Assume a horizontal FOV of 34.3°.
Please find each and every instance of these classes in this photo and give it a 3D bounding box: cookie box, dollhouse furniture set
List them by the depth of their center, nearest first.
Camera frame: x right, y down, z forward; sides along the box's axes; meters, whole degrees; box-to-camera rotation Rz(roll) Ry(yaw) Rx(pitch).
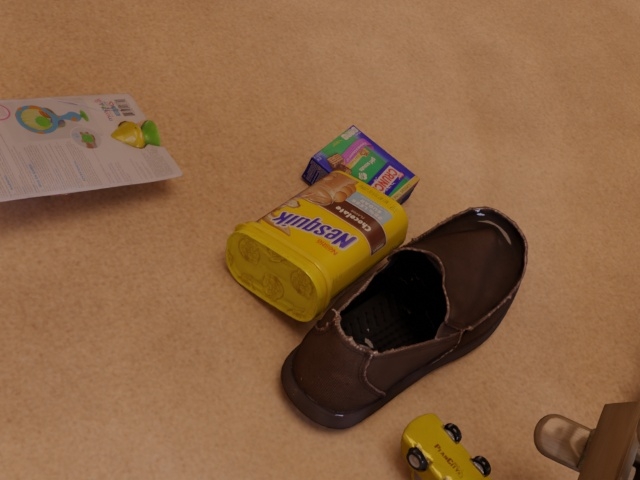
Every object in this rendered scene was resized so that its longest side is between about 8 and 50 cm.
[{"bbox_3d":[0.198,0.239,0.865,0.161,0.212,0.242,26,75,-5],"label":"dollhouse furniture set"},{"bbox_3d":[0.048,-0.074,1.229,0.107,0.040,0.092,40,48,10],"label":"cookie box"}]

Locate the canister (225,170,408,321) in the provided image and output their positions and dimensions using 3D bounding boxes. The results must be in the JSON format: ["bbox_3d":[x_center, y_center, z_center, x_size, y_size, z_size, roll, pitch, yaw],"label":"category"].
[{"bbox_3d":[0.000,0.000,1.118,0.126,0.073,0.170,31,44,25],"label":"canister"}]

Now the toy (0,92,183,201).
[{"bbox_3d":[-0.280,-0.088,1.092,0.237,0.056,0.137,-14,56,-37],"label":"toy"}]

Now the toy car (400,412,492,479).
[{"bbox_3d":[0.189,0.285,0.997,0.225,0.053,0.239,5,53,-20],"label":"toy car"}]

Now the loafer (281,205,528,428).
[{"bbox_3d":[0.119,0.063,1.090,0.134,0.130,0.366,42,50,12],"label":"loafer"}]
